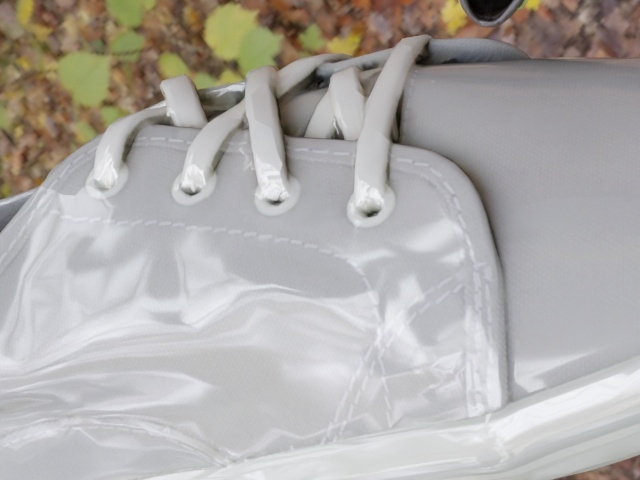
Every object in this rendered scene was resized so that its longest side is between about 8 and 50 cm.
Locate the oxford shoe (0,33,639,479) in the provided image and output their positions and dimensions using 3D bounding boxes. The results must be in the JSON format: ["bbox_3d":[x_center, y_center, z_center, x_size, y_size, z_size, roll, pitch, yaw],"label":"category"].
[{"bbox_3d":[0.000,0.000,0.417,0.449,0.169,0.130,-17,110,23],"label":"oxford shoe"}]

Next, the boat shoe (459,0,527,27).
[{"bbox_3d":[0.130,-0.239,0.819,0.081,0.068,0.227,9,140,3],"label":"boat shoe"}]
